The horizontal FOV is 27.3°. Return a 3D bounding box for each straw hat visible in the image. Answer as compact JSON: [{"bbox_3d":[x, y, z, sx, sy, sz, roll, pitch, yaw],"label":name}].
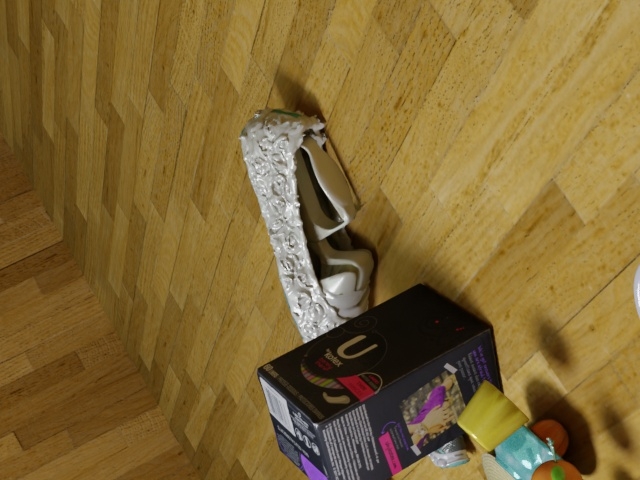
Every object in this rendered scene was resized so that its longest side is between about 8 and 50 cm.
[{"bbox_3d":[0.243,0.366,1.809,0.144,0.061,0.144,51,165,20],"label":"straw hat"}]

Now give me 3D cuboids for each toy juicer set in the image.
[{"bbox_3d":[0.292,0.281,1.603,0.209,0.089,0.329,41,176,28],"label":"toy juicer set"}]

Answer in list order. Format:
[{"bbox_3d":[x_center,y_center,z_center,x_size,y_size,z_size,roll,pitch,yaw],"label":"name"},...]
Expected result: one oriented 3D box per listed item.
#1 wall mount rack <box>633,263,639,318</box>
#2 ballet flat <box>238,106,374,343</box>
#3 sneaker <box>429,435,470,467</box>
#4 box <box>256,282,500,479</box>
[{"bbox_3d":[0.401,0.050,1.021,0.304,0.130,0.350,64,160,9],"label":"wall mount rack"},{"bbox_3d":[0.000,0.000,1.899,0.147,0.147,0.408,18,131,62],"label":"ballet flat"},{"bbox_3d":[0.165,0.280,1.943,0.166,0.065,0.076,9,107,61],"label":"sneaker"},{"bbox_3d":[0.080,0.195,1.723,0.165,0.270,0.143,34,145,52],"label":"box"}]
